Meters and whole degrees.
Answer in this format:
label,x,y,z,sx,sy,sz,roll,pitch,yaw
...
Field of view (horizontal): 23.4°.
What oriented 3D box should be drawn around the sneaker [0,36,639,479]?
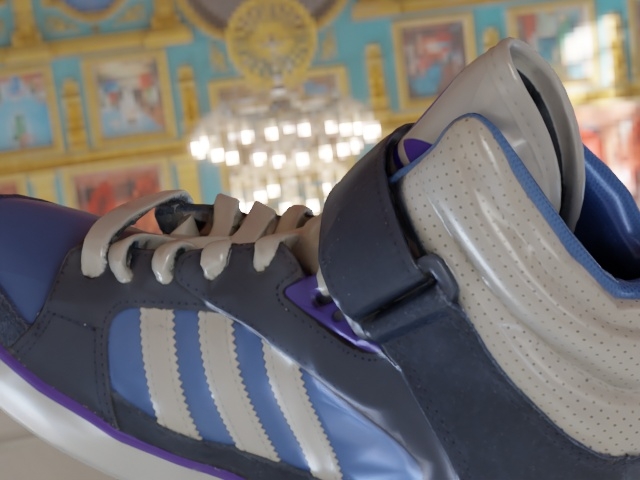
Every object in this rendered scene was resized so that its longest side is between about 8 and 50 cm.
label,x,y,z,sx,sy,sz,roll,pitch,yaw
sneaker,0.000,0.000,0.618,0.322,0.236,0.130,31,-151,14
